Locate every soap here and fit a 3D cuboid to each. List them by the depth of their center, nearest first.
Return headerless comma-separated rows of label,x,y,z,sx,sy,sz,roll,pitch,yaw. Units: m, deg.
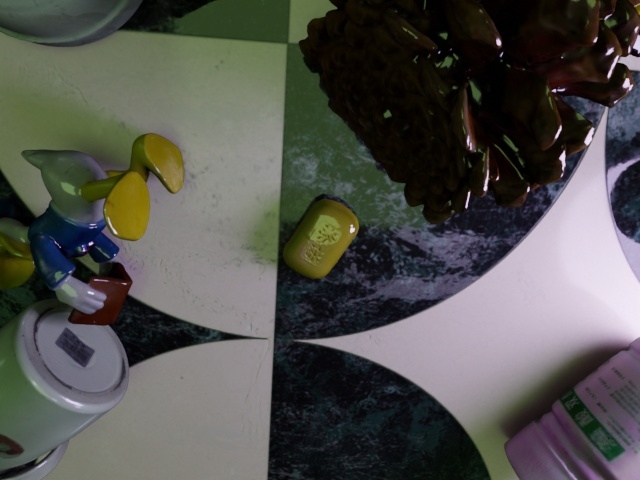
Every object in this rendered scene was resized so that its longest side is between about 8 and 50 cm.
soap,0.000,0.000,0.745,0.089,0.045,0.140,33,104,-7

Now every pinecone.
pinecone,0.191,-0.232,0.530,0.385,0.384,0.383,0,108,-1

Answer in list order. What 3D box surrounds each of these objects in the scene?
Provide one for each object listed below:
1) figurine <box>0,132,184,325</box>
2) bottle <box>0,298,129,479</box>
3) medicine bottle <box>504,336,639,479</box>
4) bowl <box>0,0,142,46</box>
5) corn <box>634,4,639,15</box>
figurine,-0.389,-0.007,0.703,0.339,0.204,0.283,-1,115,12
bottle,-0.505,0.282,0.737,0.352,0.229,0.229,-39,104,7
medicine bottle,0.511,0.342,0.774,0.212,0.212,0.325,41,104,-12
bowl,-0.376,-0.405,0.556,0.308,0.163,0.306,0,111,-1
corn,0.504,-0.387,0.591,0.305,0.122,0.123,-35,97,10
